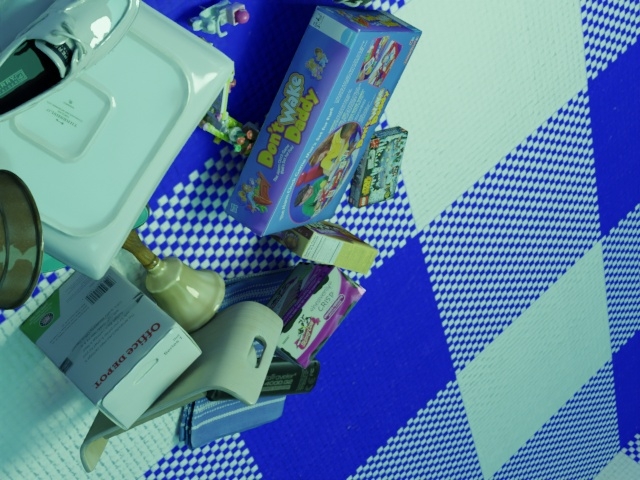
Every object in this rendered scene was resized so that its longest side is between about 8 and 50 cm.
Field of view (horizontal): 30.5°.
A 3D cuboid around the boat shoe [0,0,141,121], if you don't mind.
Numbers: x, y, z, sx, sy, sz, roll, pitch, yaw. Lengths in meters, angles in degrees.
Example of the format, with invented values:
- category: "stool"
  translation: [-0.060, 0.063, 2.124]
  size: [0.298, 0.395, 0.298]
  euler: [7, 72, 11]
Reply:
- category: "boat shoe"
  translation: [-0.307, -0.217, 1.369]
  size: [0.258, 0.084, 0.095]
  euler: [-44, 117, -5]

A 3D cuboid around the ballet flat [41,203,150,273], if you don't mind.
- category: "ballet flat"
  translation: [-0.336, -0.014, 1.642]
  size: [0.203, 0.074, 0.074]
  euler: [-25, 136, -9]

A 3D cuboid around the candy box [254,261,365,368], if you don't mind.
- category: "candy box"
  translation: [-0.030, 0.116, 1.915]
  size: [0.071, 0.233, 0.159]
  euler: [40, 80, -11]

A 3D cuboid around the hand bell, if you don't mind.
- category: "hand bell"
  translation: [-0.259, 0.025, 1.759]
  size: [0.126, 0.126, 0.242]
  euler: [-46, 130, -10]

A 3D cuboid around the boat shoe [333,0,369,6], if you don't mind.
- category: "boat shoe"
  translation: [0.049, -0.397, 1.750]
  size: [0.301, 0.108, 0.102]
  euler: [-28, 135, -40]

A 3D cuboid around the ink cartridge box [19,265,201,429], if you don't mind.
- category: "ink cartridge box"
  translation: [-0.302, 0.143, 1.685]
  size: [0.160, 0.219, 0.092]
  euler: [-46, 141, -11]

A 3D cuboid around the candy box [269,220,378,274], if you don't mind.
- category: "candy box"
  translation: [0.000, 0.000, 1.990]
  size: [0.186, 0.109, 0.053]
  euler: [18, 103, -51]

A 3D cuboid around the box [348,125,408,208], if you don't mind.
- category: "box"
  translation: [0.102, -0.129, 2.066]
  size: [0.094, 0.027, 0.137]
  euler: [-16, 129, -38]

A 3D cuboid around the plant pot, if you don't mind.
- category: "plant pot"
  translation: [-0.429, 0.002, 1.327]
  size: [0.165, 0.167, 0.167]
  euler: [-3, 120, -47]

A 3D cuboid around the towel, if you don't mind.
- category: "towel"
  translation: [-0.121, 0.205, 2.077]
  size: [0.243, 0.040, 0.336]
  euler: [-10, 125, -43]

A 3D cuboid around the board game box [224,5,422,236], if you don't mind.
- category: "board game box"
  translation: [0.007, -0.185, 1.805]
  size: [0.233, 0.078, 0.347]
  euler: [-16, 136, -61]

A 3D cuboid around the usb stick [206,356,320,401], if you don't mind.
- category: "usb stick"
  translation: [-0.101, 0.241, 2.067]
  size: [0.278, 0.045, 0.077]
  euler: [4, 105, -51]

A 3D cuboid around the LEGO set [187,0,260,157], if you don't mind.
- category: "LEGO set"
  translation: [-0.132, -0.197, 1.699]
  size: [0.132, 0.107, 0.287]
  euler: [-35, 139, -23]

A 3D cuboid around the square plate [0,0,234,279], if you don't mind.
- category: "square plate"
  translation: [-0.325, -0.165, 1.454]
  size: [0.347, 0.049, 0.344]
  euler: [32, 92, -28]

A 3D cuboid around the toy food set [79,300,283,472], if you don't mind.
- category: "toy food set"
  translation: [-0.207, 0.225, 1.758]
  size: [0.306, 0.220, 0.092]
  euler: [-26, 112, 23]
